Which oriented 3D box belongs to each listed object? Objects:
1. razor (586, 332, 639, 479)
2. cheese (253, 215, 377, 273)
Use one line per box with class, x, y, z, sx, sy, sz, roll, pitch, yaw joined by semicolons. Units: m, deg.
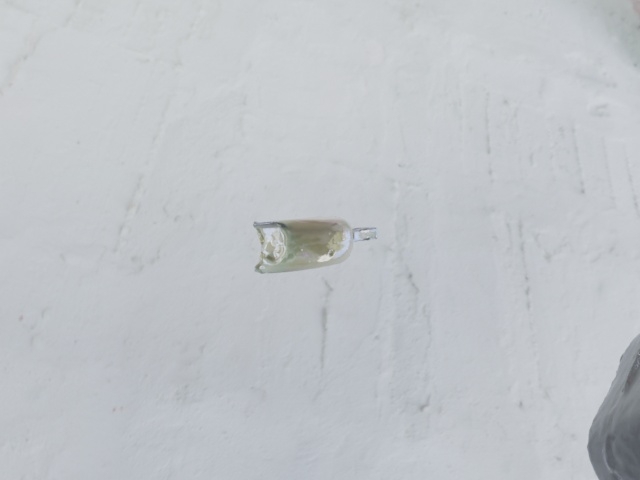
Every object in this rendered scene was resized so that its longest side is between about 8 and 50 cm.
razor;0.295;0.088;0.424;0.107;0.327;0.189;28;-114;17
cheese;-0.007;0.000;0.610;0.171;0.092;0.048;-13;-79;-70
